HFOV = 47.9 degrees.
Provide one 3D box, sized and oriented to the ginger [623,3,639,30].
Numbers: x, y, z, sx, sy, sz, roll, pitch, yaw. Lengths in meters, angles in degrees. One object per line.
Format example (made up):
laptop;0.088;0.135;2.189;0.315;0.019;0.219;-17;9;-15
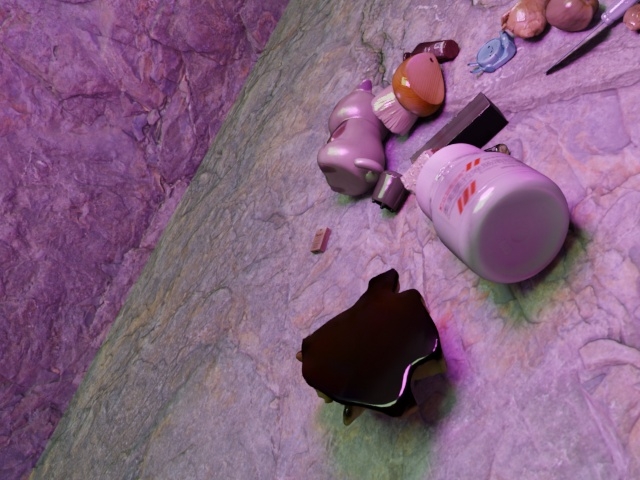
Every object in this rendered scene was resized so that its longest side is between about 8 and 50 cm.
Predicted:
ginger;0.783;-0.526;1.681;0.173;0.051;0.069;13;66;52

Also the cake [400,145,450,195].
cake;0.309;-0.160;1.865;0.134;0.147;0.135;-48;61;35

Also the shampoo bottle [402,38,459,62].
shampoo bottle;0.355;-0.615;2.376;0.068;0.067;0.236;-53;28;-13

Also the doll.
doll;0.109;-0.309;2.294;0.226;0.215;0.371;-17;48;27

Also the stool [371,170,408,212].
stool;0.204;-0.144;2.111;0.096;0.096;0.110;19;82;60

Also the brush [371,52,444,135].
brush;0.283;-0.470;2.255;0.166;0.174;0.267;-37;22;46

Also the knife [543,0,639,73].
knife;0.690;-0.531;1.807;0.331;0.044;0.080;-43;0;27

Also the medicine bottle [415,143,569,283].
medicine bottle;0.374;-0.077;1.634;0.256;0.256;0.325;-51;28;10

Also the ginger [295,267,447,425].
ginger;0.151;0.280;1.721;0.358;0.211;0.413;-47;38;-10

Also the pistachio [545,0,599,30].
pistachio;0.657;-0.602;1.891;0.113;0.113;0.149;-60;15;-6

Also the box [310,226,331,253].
box;0.000;0.000;2.341;0.053;0.024;0.083;-12;50;50

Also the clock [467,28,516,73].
clock;0.498;-0.541;2.113;0.147;0.045;0.108;-38;33;30

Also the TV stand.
TV stand;0.377;-0.273;1.985;0.269;0.088;0.083;-43;34;22

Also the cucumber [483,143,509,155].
cucumber;0.410;-0.203;1.904;0.187;0.058;0.058;-24;43;42

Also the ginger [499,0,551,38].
ginger;0.608;-0.638;2.016;0.193;0.115;0.123;-38;60;2
